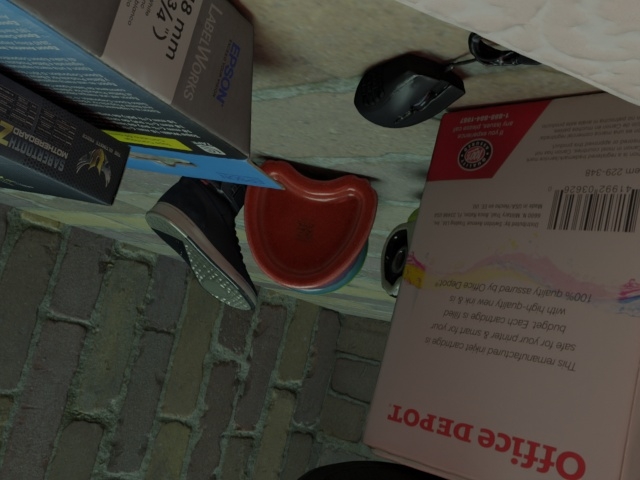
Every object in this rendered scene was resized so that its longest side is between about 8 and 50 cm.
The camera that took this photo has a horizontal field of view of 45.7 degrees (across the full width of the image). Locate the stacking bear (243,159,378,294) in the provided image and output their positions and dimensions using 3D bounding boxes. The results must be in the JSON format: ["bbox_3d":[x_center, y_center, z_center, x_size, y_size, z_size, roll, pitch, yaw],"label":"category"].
[{"bbox_3d":[0.000,0.000,1.124,0.175,0.164,0.289,12,176,10],"label":"stacking bear"}]

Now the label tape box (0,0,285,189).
[{"bbox_3d":[-0.189,-0.152,0.588,0.240,0.106,0.333,10,171,27],"label":"label tape box"}]

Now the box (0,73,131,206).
[{"bbox_3d":[-0.287,-0.094,0.561,0.183,0.059,0.232,9,170,29],"label":"box"}]

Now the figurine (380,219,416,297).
[{"bbox_3d":[0.212,0.014,0.862,0.209,0.092,0.215,19,142,-24],"label":"figurine"}]

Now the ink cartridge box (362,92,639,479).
[{"bbox_3d":[0.183,0.049,0.612,0.131,0.307,0.226,22,169,-41],"label":"ink cartridge box"}]

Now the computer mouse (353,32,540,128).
[{"bbox_3d":[0.100,-0.118,0.569,0.071,0.041,0.242,19,169,-25],"label":"computer mouse"}]

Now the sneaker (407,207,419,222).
[{"bbox_3d":[0.256,0.024,0.988,0.295,0.110,0.123,13,172,-4],"label":"sneaker"}]

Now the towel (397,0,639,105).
[{"bbox_3d":[0.132,-0.150,0.278,0.316,0.054,0.331,16,171,-21],"label":"towel"}]

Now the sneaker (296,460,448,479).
[{"bbox_3d":[0.136,0.228,0.547,0.340,0.125,0.140,16,144,9],"label":"sneaker"}]

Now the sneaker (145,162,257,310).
[{"bbox_3d":[-0.127,-0.019,1.072,0.086,0.163,0.226,3,140,37],"label":"sneaker"}]
